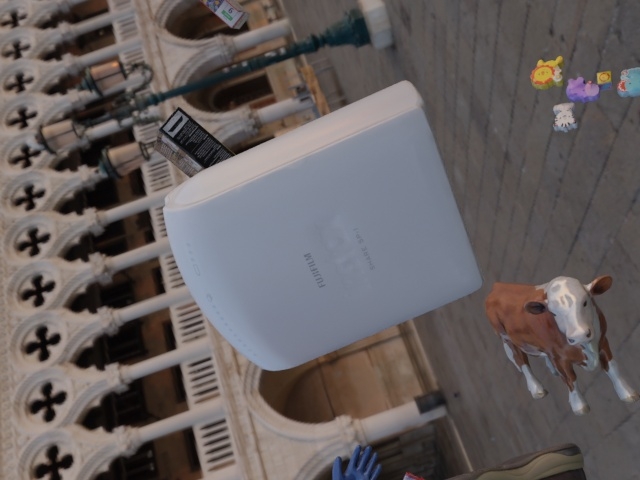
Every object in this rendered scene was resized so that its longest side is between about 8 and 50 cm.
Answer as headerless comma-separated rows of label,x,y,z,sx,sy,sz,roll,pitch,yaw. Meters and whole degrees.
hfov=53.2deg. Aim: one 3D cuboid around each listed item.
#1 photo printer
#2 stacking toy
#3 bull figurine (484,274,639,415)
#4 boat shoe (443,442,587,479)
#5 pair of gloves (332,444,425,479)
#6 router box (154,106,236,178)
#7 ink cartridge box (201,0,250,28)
photo printer,0.000,0.000,0.707,0.107,0.308,0.256,-105,-8,-62
stacking toy,0.476,-0.252,1.052,0.167,0.221,0.052,33,-124,-55
bull figurine,0.316,0.127,0.858,0.310,0.101,0.188,-171,58,-86
boat shoe,0.239,0.383,0.885,0.132,0.356,0.130,118,138,-58
pair of gloves,0.104,0.496,1.236,0.198,0.159,0.023,28,167,10
router box,-0.174,-0.118,0.929,0.133,0.046,0.179,41,169,-13
ink cartridge box,-0.131,-0.313,0.848,0.063,0.029,0.115,40,-166,-11
